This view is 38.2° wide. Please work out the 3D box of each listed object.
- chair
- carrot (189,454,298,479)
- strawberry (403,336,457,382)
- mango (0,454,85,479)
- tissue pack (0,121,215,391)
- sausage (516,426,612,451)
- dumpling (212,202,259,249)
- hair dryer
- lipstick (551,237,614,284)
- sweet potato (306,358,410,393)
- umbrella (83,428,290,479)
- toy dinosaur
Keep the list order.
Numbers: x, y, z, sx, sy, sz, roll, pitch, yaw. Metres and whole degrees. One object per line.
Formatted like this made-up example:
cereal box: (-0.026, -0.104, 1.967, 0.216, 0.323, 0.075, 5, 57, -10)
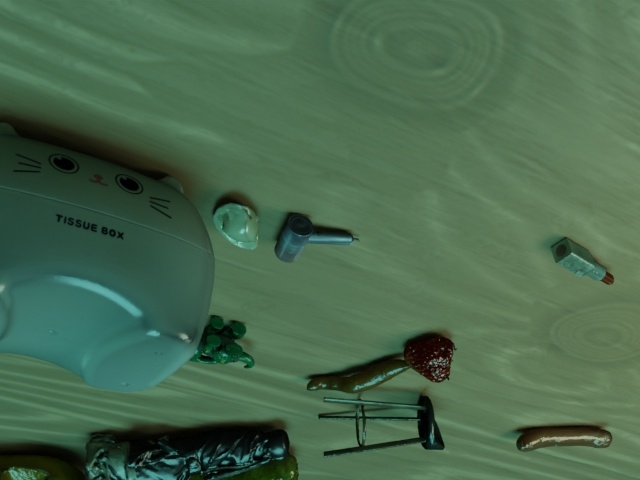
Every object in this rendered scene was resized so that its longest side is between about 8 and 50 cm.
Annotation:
chair: (0.109, 0.308, 1.576, 0.222, 0.104, 0.095, 3, 122, -9)
carrot: (-0.217, 0.443, 1.707, 0.359, 0.074, 0.074, -7, 140, 5)
strawberry: (0.172, 0.186, 1.457, 0.083, 0.073, 0.073, 7, 141, 7)
mango: (-0.527, 0.443, 1.613, 0.262, 0.130, 0.167, 11, 132, -14)
tissue pack: (-0.299, 0.021, 1.069, 0.333, 0.236, 0.229, 18, 143, -27)
sausage: (0.457, 0.373, 1.741, 0.186, 0.043, 0.043, 0, 140, -9)
dumpling: (-0.110, -0.021, 1.187, 0.059, 0.043, 0.077, -1, 159, 19)
hair dryer: (0.000, 0.000, 1.236, 0.114, 0.037, 0.063, 2, 142, -22)
lipstick: (0.387, 0.037, 1.338, 0.129, 0.030, 0.030, 26, 130, -34)
sweet potato: (0.066, 0.227, 1.507, 0.179, 0.044, 0.044, -16, 139, 13)
umbrella: (-0.230, 0.380, 1.598, 0.358, 0.106, 0.113, -6, 125, -3)
toy dinosaur: (-0.156, 0.164, 1.395, 0.132, 0.059, 0.096, 26, 139, -23)
